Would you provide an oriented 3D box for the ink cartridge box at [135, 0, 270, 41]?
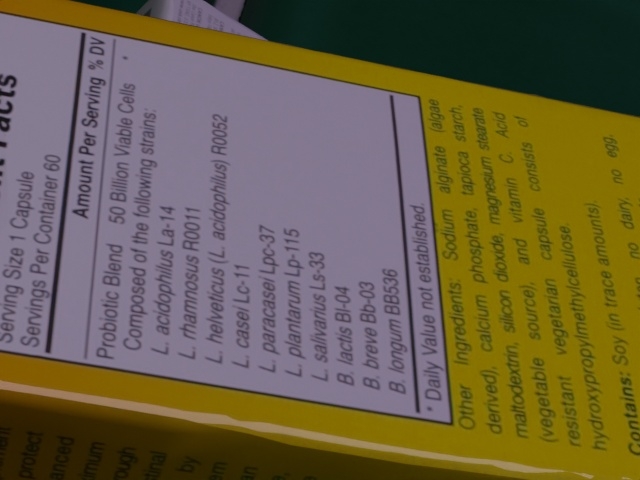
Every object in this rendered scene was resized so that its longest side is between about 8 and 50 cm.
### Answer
[{"bbox_3d":[0.000,0.000,0.868,0.232,0.066,0.189,32,37,-25],"label":"ink cartridge box"}]

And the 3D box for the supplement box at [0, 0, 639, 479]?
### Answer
[{"bbox_3d":[0.009,0.065,0.665,0.356,0.195,0.194,11,43,-11],"label":"supplement box"}]
